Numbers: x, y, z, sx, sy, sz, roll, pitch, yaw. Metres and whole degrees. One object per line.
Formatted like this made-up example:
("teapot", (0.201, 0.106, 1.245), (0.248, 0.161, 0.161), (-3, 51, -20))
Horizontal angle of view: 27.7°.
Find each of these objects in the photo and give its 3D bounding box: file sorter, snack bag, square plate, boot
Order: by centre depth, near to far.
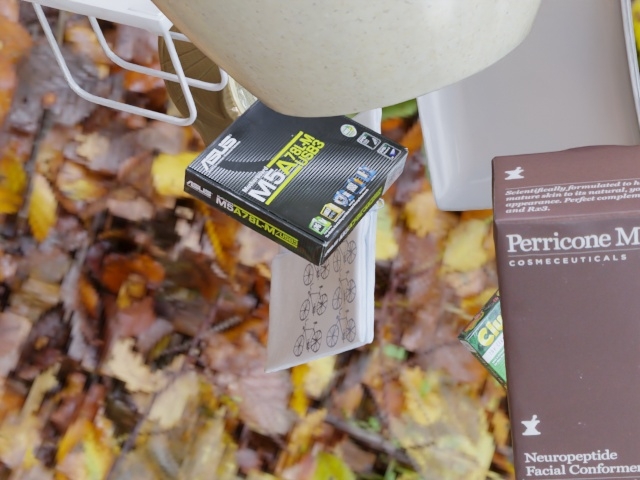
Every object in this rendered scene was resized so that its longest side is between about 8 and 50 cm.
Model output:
("file sorter", (-0.160, -0.286, 1.450), (0.277, 0.193, 0.173), (-56, 149, -31))
("square plate", (0.248, -0.209, 1.569), (0.049, 0.347, 0.344), (-19, 102, -39))
("boot", (-0.098, -0.194, 1.721), (0.262, 0.095, 0.203), (60, 27, 0))
("snack bag", (0.000, 0.000, 1.801), (0.037, 0.323, 0.342), (10, 74, -23))

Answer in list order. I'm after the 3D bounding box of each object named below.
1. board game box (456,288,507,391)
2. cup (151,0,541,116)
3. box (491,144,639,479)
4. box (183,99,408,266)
("board game box", (0.299, 0.073, 1.634), (0.259, 0.030, 0.136), (-47, 110, -13))
("cup", (0.011, -0.211, 0.744), (0.331, 0.331, 0.237), (-39, 121, -40))
("box", (0.269, 0.108, 1.218), (0.143, 0.191, 0.381), (-76, 159, -61))
("box", (-0.026, -0.080, 1.455), (0.190, 0.184, 0.045), (-48, 162, -38))
